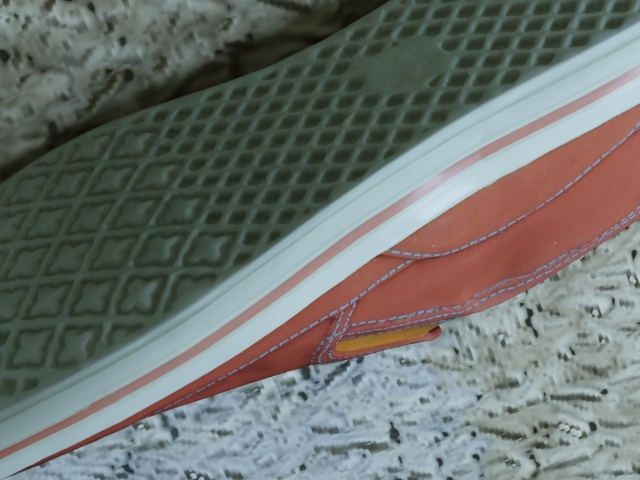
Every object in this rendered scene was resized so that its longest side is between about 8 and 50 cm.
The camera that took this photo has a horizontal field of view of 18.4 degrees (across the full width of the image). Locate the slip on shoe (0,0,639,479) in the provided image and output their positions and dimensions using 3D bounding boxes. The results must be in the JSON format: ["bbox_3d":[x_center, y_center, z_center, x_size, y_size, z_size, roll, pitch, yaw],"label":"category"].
[{"bbox_3d":[0.000,0.000,0.647,0.331,0.123,0.101,-28,129,-5],"label":"slip on shoe"}]
